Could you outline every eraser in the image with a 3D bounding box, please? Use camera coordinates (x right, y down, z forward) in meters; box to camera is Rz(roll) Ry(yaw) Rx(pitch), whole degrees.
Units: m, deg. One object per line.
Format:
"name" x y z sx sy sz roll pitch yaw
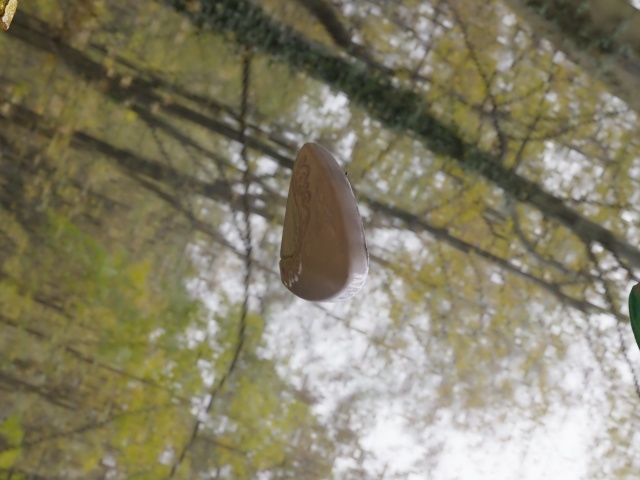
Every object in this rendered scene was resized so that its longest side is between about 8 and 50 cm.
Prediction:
"eraser" -0.001 0.000 1.593 0.243 0.059 0.204 -133 -130 -65

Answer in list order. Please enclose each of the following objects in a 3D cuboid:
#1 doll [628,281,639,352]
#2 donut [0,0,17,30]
"doll" 0.437 0.135 1.317 0.153 0.258 0.195 -35 173 16
"donut" -0.388 -0.282 1.398 0.097 0.108 0.043 17 -114 45
